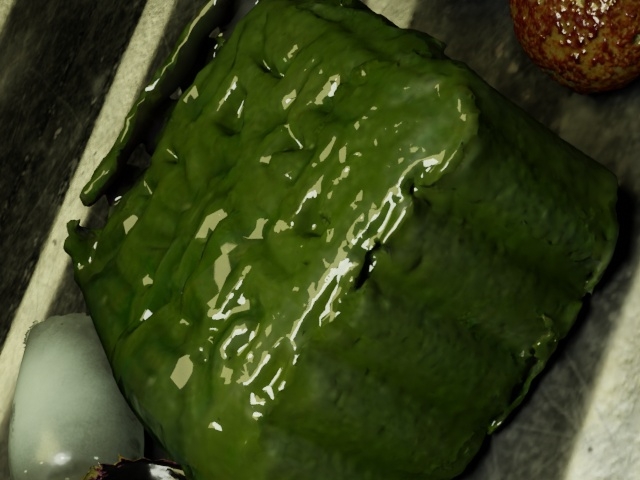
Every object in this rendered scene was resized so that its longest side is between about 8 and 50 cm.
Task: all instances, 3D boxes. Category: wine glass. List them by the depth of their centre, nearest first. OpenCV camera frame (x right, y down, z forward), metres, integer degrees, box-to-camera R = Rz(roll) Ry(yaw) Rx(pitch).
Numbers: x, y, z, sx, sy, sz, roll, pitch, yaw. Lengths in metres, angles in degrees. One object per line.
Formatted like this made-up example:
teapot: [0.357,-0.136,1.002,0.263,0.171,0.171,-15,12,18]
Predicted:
wine glass: [-0.199,0.161,1.363,0.111,0.111,0.204,-35,42,33]

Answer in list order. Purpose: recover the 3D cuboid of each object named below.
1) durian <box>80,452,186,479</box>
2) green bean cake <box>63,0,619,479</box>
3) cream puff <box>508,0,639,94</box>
durian: [-0.107,0.238,1.224,0.187,0.119,0.108,-132,37,-62]
green bean cake: [0.000,0.000,1.127,0.335,0.218,0.319,-60,34,5]
cream puff: [0.188,-0.173,1.122,0.149,0.084,0.149,-30,46,36]
